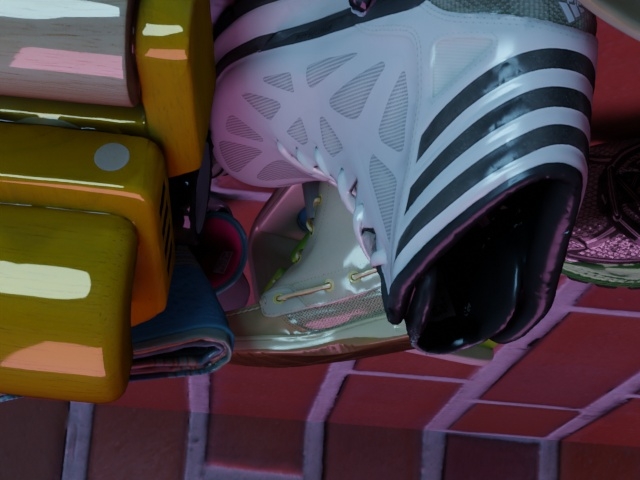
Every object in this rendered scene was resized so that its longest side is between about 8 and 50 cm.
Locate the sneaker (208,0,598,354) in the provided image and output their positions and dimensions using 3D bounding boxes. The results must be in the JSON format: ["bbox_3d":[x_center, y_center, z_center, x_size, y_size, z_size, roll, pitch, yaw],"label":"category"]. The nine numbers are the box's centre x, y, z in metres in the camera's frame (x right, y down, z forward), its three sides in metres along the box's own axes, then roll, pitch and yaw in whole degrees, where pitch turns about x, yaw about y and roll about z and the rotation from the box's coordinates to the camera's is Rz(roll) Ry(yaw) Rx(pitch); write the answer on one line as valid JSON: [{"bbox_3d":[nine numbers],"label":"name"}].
[{"bbox_3d":[0.027,-0.043,1.038,0.169,0.257,0.447,11,163,-25],"label":"sneaker"}]

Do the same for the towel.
[{"bbox_3d":[-0.240,0.039,1.301,0.271,0.040,0.370,-10,-156,-13],"label":"towel"}]

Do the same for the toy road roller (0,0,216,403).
[{"bbox_3d":[-0.185,-0.038,1.027,0.202,0.240,0.329,5,147,2],"label":"toy road roller"}]

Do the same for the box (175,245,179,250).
[{"bbox_3d":[-0.221,-0.074,1.245,0.175,0.051,0.220,0,144,13],"label":"box"}]

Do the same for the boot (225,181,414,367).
[{"bbox_3d":[0.000,0.000,1.294,0.262,0.203,0.095,-10,167,23],"label":"boot"}]

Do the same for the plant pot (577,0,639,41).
[{"bbox_3d":[0.196,-0.197,0.649,0.237,0.110,0.237,19,141,16],"label":"plant pot"}]

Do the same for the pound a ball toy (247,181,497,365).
[{"bbox_3d":[0.117,-0.002,1.460,0.319,0.135,0.208,12,137,-26],"label":"pound a ball toy"}]

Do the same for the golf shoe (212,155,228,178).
[{"bbox_3d":[-0.166,-0.064,1.360,0.186,0.067,0.086,-4,162,28],"label":"golf shoe"}]

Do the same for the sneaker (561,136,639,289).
[{"bbox_3d":[0.314,-0.056,1.210,0.343,0.134,0.146,-10,154,16],"label":"sneaker"}]

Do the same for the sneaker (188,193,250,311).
[{"bbox_3d":[-0.132,0.024,1.583,0.178,0.124,0.295,3,166,40],"label":"sneaker"}]

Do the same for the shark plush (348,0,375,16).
[{"bbox_3d":[0.060,-0.176,0.789,0.073,0.161,0.067,-20,121,34],"label":"shark plush"}]
